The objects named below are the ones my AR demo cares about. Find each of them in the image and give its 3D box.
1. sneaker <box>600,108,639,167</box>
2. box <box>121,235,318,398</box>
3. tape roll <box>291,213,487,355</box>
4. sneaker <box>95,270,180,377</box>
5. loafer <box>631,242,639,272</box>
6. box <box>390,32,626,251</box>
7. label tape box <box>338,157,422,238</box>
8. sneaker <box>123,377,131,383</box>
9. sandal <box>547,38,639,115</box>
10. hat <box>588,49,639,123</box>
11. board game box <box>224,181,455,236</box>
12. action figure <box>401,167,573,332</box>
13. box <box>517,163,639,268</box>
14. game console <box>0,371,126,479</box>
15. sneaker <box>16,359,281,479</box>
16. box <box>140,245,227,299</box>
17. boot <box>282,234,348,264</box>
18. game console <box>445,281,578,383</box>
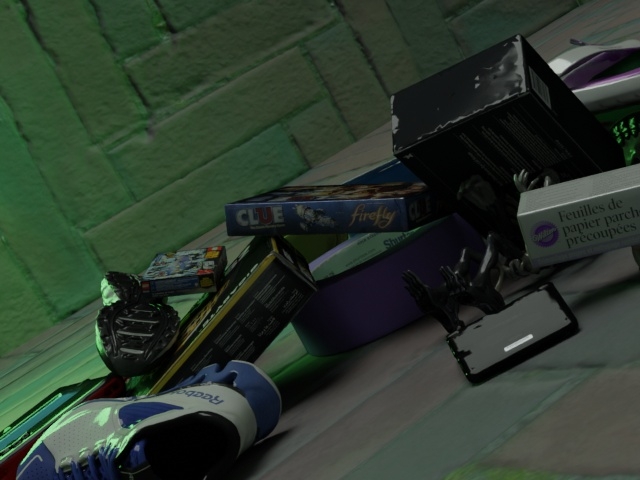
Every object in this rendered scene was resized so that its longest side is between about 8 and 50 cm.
[{"bbox_3d":[0.404,-0.115,1.867,0.118,0.107,0.279,-12,3,-28],"label":"sneaker"},{"bbox_3d":[-0.140,0.134,1.758,0.322,0.079,0.257,-49,7,4],"label":"box"},{"bbox_3d":[0.083,0.045,1.877,0.275,0.090,0.275,-29,8,5],"label":"tape roll"},{"bbox_3d":[-0.231,0.122,1.771,0.100,0.108,0.271,8,13,-9],"label":"sneaker"},{"bbox_3d":[0.368,-0.009,1.444,0.125,0.039,0.045,-31,8,-18],"label":"loafer"},{"bbox_3d":[0.231,-0.107,1.717,0.184,0.261,0.103,-25,47,26],"label":"box"},{"bbox_3d":[0.147,-0.069,2.090,0.241,0.105,0.334,-26,-2,7],"label":"label tape box"},{"bbox_3d":[-0.217,0.200,2.004,0.225,0.088,0.092,-35,-9,-41],"label":"sneaker"},{"bbox_3d":[0.318,-0.204,1.804,0.416,0.102,0.169,-13,1,11],"label":"sandal"},{"bbox_3d":[0.500,-0.182,2.119,0.173,0.183,0.208,-25,-35,-25],"label":"hat"},{"bbox_3d":[0.027,-0.040,1.768,0.243,0.042,0.165,-1,9,26],"label":"board game box"},{"bbox_3d":[0.227,-0.017,1.622,0.276,0.141,0.164,-37,9,-29],"label":"action figure"},{"bbox_3d":[0.359,-0.047,1.411,0.324,0.063,0.067,-14,19,17],"label":"box"},{"bbox_3d":[-0.430,0.294,1.885,0.342,0.060,0.386,-43,8,-20],"label":"game console"},{"bbox_3d":[-0.204,0.236,1.531,0.316,0.127,0.182,-24,7,15],"label":"sneaker"},{"bbox_3d":[-0.171,0.040,1.810,0.094,0.027,0.137,-6,14,3],"label":"box"},{"bbox_3d":[0.000,0.000,2.266,0.220,0.109,0.283,-42,-6,-43],"label":"boot"},{"bbox_3d":[0.196,0.101,1.441,0.122,0.071,0.107,-29,38,2],"label":"game console"}]
